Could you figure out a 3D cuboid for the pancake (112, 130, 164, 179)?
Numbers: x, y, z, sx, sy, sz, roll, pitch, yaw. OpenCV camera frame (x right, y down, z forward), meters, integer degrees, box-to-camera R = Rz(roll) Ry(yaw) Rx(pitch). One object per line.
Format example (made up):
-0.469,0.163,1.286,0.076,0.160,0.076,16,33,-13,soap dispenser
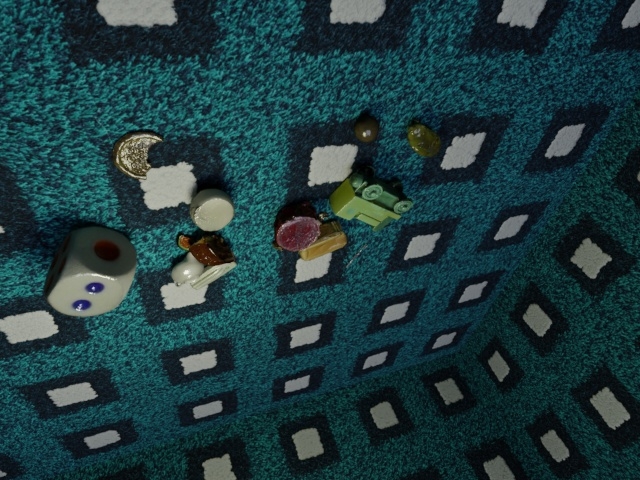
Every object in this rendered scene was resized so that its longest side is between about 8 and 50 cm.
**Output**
-0.614,-0.287,1.449,0.184,0.020,0.190,-17,140,-13,pancake

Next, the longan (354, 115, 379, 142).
0.185,-0.440,1.664,0.119,0.106,0.106,-53,157,-37,longan

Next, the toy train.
0.238,-0.182,1.931,0.397,0.160,0.253,18,130,-40,toy train

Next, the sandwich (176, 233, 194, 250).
-0.571,0.008,1.794,0.069,0.026,0.101,-46,140,16,sandwich

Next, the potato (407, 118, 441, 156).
0.439,-0.431,1.810,0.117,0.090,0.226,-43,139,19,potato

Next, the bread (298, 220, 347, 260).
0.000,0.000,2.032,0.242,0.106,0.136,-23,143,-4,bread

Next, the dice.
-0.852,0.114,1.576,0.243,0.259,0.251,24,121,-41,dice

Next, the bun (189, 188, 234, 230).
-0.424,-0.129,1.648,0.173,0.119,0.172,-18,135,-19,bun

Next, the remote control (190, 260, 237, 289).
-0.500,0.151,1.969,0.230,0.049,0.090,-34,143,6,remote control

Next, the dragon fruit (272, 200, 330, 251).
-0.100,-0.068,1.891,0.282,0.147,0.211,-33,131,4,dragon fruit

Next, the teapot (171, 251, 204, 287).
-0.591,0.143,1.876,0.226,0.092,0.145,-43,153,30,teapot

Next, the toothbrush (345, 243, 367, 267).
0.195,0.087,2.304,0.013,0.019,0.193,14,128,-39,toothbrush

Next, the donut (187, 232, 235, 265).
-0.468,0.050,1.806,0.126,0.143,0.187,-21,179,19,donut
